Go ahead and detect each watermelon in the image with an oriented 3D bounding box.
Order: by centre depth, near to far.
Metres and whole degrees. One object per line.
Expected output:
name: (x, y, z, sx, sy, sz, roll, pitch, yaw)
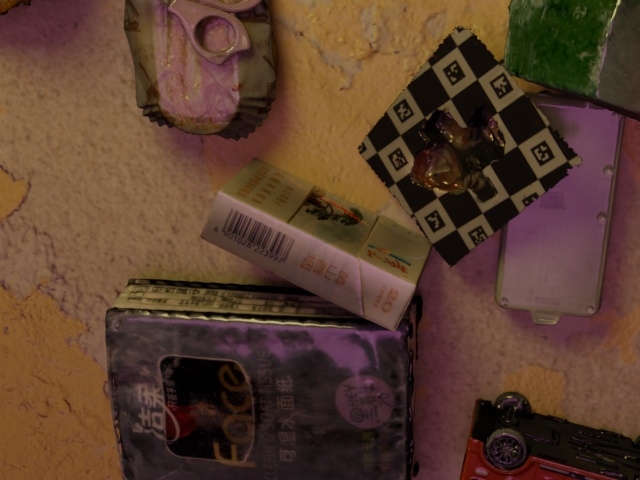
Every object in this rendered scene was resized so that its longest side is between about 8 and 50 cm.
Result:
watermelon: (0.345, -0.235, 1.055, 0.302, 0.151, 0.264, 24, 98, -1)

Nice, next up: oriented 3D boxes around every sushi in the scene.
sushi: (0.158, -0.099, 1.187, 0.192, 0.040, 0.210, 53, 131, 11)

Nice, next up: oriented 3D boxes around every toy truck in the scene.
toy truck: (0.289, 0.266, 1.271, 0.253, 0.107, 0.114, 15, 111, 8)

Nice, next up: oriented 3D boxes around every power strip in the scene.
power strip: (0.259, -0.038, 1.208, 0.118, 0.046, 0.270, 6, 109, 10)

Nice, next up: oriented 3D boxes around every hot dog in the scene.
hot dog: (-0.131, -0.240, 1.205, 0.163, 0.082, 0.270, -4, 100, 3)

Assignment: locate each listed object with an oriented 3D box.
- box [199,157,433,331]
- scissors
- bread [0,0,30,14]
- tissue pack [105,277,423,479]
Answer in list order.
box: (0.001, 0.001, 1.219, 0.233, 0.149, 0.067, 25, 114, 3)
scissors: (-0.163, -0.256, 1.128, 0.212, 0.021, 0.110, 16, 94, -20)
bread: (-0.338, -0.347, 1.171, 0.262, 0.163, 0.204, -5, 115, 58)
tissue pack: (-0.063, 0.182, 1.310, 0.362, 0.122, 0.259, 4, 112, 8)
